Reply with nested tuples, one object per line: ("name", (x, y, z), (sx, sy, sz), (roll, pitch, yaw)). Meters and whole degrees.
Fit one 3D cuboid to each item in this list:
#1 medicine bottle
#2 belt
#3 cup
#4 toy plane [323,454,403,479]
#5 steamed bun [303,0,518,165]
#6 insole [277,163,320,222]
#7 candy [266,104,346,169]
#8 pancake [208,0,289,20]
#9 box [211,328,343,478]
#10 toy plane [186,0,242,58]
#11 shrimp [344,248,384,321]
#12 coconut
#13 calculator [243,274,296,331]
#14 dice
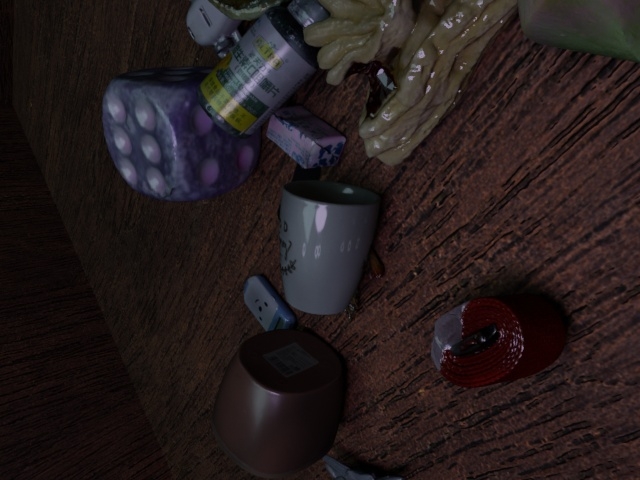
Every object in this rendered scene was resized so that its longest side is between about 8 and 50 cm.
("medicine bottle", (-0.096, -0.340, 0.937), (0.293, 0.141, 0.141), (-40, 70, 18))
("belt", (0.277, 0.156, 0.764), (0.201, 0.124, 0.127), (-46, 51, 52))
("cup", (0.000, 0.000, 0.987), (0.258, 0.187, 0.233), (-118, 33, -65))
("toy plane", (0.113, 0.563, 1.131), (0.267, 0.088, 0.212), (-42, 72, 39))
("steamed bun", (0.119, -0.328, 0.732), (0.247, 0.190, 0.428), (62, 140, 24))
("insole", (-0.052, -0.112, 1.135), (0.080, 0.003, 0.232), (54, 137, 22))
("candy", (-0.035, -0.215, 1.012), (0.160, 0.092, 0.073), (43, 133, 33))
("pancake", (-0.139, -0.558, 0.956), (0.254, 0.037, 0.253), (1, 93, 15))
("box", (-0.093, 0.357, 1.133), (0.301, 0.301, 0.216), (33, 121, 38))
("toy plane", (-0.219, -0.519, 1.096), (0.252, 0.118, 0.252), (27, 139, 27))
("shrimp", (0.087, 0.086, 1.024), (0.124, 0.034, 0.178), (-4, 91, 47))
("coconut", (0.309, -0.294, 0.500), (0.205, 0.236, 0.235), (-14, 92, 63))
("calculator", (-0.137, 0.186, 1.312), (0.210, 0.039, 0.121), (49, 136, 25))
("dice", (-0.321, -0.258, 1.150), (0.270, 0.271, 0.269), (18, 122, 32))
